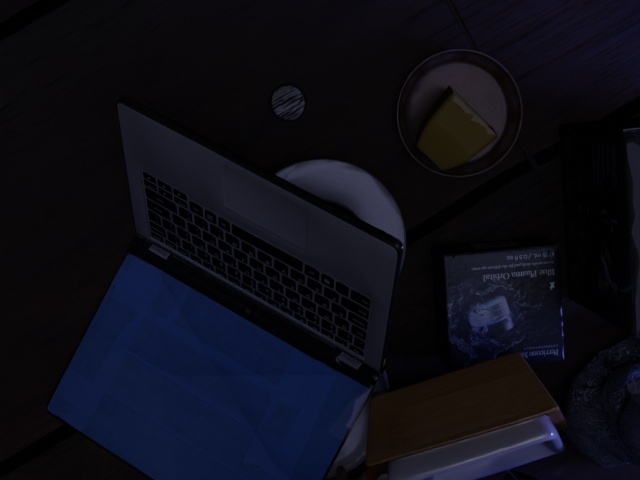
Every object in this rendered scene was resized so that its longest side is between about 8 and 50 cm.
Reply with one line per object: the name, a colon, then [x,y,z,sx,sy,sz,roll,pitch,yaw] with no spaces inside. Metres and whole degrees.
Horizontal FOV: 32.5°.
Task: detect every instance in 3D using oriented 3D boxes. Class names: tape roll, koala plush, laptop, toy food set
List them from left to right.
laptop: [-0.138,0.112,1.301,0.382,0.408,0.236,28,56,17]
tape roll: [0.000,0.000,1.443,0.219,0.072,0.219,0,97,-3]
toy food set: [0.084,0.350,1.516,0.083,0.020,0.082,6,96,-4]
koala plush: [0.432,0.236,1.425,0.203,0.221,0.196,-22,98,-1]

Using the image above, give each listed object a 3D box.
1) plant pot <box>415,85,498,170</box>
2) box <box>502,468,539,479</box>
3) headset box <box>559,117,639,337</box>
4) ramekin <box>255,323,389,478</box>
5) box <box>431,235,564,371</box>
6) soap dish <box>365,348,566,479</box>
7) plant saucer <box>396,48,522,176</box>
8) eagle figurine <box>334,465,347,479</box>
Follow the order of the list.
plant pot: [0.167,-0.138,1.408,0.081,0.081,0.083,44,102,-8]
box: [0.365,0.624,1.387,0.480,0.297,0.472,26,96,-20]
headset box: [0.402,-0.027,1.362,0.131,0.283,0.246,-5,96,-3]
ramekin: [-0.006,0.216,1.450,0.207,0.109,0.207,-1,97,-4]
box: [0.235,0.082,1.459,0.156,0.093,0.158,-5,98,-3]
soap dish: [0.186,0.232,1.375,0.229,0.291,0.118,-19,73,9]
plant saucer: [0.183,-0.169,1.457,0.168,0.029,0.168,0,96,-3]
eagle figurine: [0.056,0.435,1.377,0.226,0.225,0.298,-26,119,-14]
